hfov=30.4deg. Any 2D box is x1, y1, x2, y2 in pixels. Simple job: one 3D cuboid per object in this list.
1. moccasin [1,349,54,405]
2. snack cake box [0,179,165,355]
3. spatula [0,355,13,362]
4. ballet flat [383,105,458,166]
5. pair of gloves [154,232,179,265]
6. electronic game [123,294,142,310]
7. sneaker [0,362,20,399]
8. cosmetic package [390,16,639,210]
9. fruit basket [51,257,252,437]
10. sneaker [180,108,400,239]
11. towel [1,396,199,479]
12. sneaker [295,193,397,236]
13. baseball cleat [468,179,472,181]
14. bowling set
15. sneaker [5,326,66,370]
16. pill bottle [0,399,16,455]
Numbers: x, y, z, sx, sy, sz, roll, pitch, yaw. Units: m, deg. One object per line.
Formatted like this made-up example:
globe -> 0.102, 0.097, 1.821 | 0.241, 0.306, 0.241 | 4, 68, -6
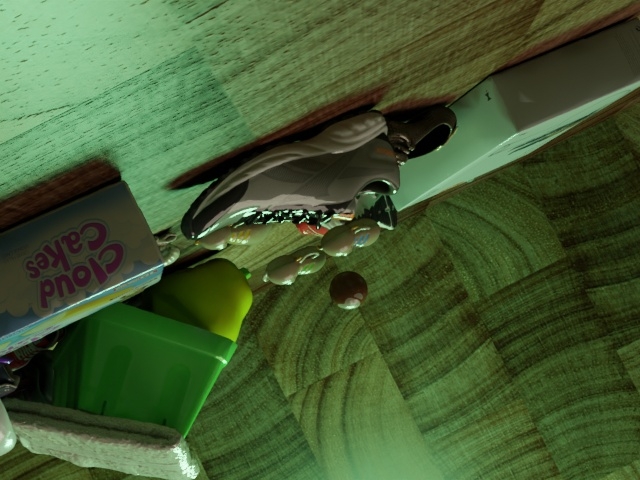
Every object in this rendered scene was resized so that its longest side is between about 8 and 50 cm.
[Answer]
moccasin -> -0.548, 0.278, 1.986 | 0.147, 0.139, 0.380 | -22, -178, 33
snack cake box -> -0.282, 0.047, 1.086 | 0.264, 0.089, 0.152 | -26, 175, -12
spatula -> -0.419, 0.119, 1.463 | 0.084, 0.030, 0.296 | 13, 158, -13
ballet flat -> 0.127, -0.130, 1.539 | 0.084, 0.058, 0.250 | -55, 163, 22
pair of gloves -> -0.296, 0.063, 1.530 | 0.240, 0.042, 0.204 | -25, 176, -28
electronic game -> -0.306, 0.123, 2.169 | 0.229, 0.048, 0.229 | -27, 176, -2
sneaker -> -0.522, 0.209, 1.630 | 0.163, 0.086, 0.226 | -30, 173, 24
cosmetic package -> 0.286, -0.181, 1.770 | 0.285, 0.097, 0.377 | -22, 174, -26
fruit basket -> -0.272, 0.164, 1.923 | 0.283, 0.392, 0.392 | 20, 160, -14
sneaker -> -0.026, -0.055, 1.292 | 0.272, 0.108, 0.100 | -24, 177, -23
towel -> -0.328, 0.299, 1.746 | 0.282, 0.049, 0.187 | 8, 156, 7
sneaker -> 0.043, -0.059, 1.934 | 0.118, 0.107, 0.279 | -8, -179, 26
baseball cleat -> 0.247, -0.145, 2.259 | 0.110, 0.072, 0.206 | -13, 173, 7
bowling set -> 0.000, 0.000, 1.587 | 0.287, 0.199, 0.154 | -33, 172, 25
sneaker -> -0.448, 0.163, 1.810 | 0.118, 0.042, 0.067 | -34, -179, -8
pill bottle -> -0.514, 0.227, 1.327 | 0.302, 0.169, 0.169 | -25, 176, -19
